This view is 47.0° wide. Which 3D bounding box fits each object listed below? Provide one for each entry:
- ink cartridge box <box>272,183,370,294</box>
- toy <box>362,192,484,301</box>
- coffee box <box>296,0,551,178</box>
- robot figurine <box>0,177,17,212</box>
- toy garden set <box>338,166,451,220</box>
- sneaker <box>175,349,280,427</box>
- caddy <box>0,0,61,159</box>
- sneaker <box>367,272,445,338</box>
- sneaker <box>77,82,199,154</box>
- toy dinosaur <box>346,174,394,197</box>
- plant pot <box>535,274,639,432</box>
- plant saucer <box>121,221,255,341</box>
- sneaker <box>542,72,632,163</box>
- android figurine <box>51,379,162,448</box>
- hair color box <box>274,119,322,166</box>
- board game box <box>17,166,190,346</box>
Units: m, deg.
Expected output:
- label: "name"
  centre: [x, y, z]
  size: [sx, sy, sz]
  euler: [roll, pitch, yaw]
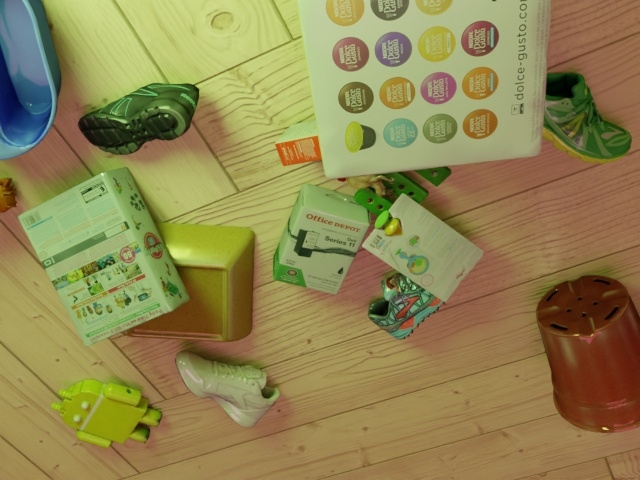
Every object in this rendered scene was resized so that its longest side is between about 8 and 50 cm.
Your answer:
- label: "ink cartridge box"
  centre: [0.000, 0.000, 1.559]
  size: [0.153, 0.087, 0.208]
  euler: [14, 126, -12]
- label: "toy"
  centre: [0.210, 0.011, 1.532]
  size: [0.237, 0.056, 0.137]
  euler: [33, 100, -25]
- label: "coffee box"
  centre: [0.145, -0.336, 1.133]
  size: [0.334, 0.338, 0.338]
  euler: [-6, 128, 5]
- label: "robot figurine"
  centre: [-0.766, -0.078, 1.441]
  size: [0.291, 0.211, 0.085]
  euler: [1, 106, -6]
- label: "toy garden set"
  centre: [0.146, -0.165, 1.454]
  size: [0.204, 0.049, 0.244]
  euler: [33, 126, -18]
- label: "sneaker"
  centre: [-0.229, 0.342, 1.835]
  size: [0.152, 0.114, 0.305]
  euler: [-40, 123, 12]
- label: "caddy"
  centre: [-0.573, -0.304, 1.225]
  size: [0.241, 0.179, 0.341]
  euler: [-9, 119, -5]
- label: "sneaker"
  centre: [0.199, 0.117, 1.643]
  size: [0.125, 0.104, 0.262]
  euler: [27, 122, -16]
- label: "sneaker"
  centre: [-0.335, -0.231, 1.377]
  size: [0.267, 0.106, 0.101]
  euler: [-3, 137, 28]
- label: "toy dinosaur"
  centre: [0.078, -0.139, 1.418]
  size: [0.183, 0.053, 0.092]
  euler: [31, 128, -17]
- label: "plant pot"
  centre: [0.621, 0.240, 1.654]
  size: [0.272, 0.272, 0.265]
  euler: [-21, 118, 16]
- label: "plant saucer"
  centre: [-0.319, 0.115, 1.656]
  size: [0.332, 0.081, 0.333]
  euler: [3, 128, -3]
- label: "sneaker"
  centre: [0.466, -0.236, 1.358]
  size: [0.295, 0.109, 0.123]
  euler: [22, 129, -16]
- label: "android figurine"
  centre: [-0.567, 0.456, 1.942]
  size: [0.273, 0.056, 0.248]
  euler: [25, 124, -21]
- label: "hair color box"
  centre: [0.010, -0.192, 1.375]
  size: [0.167, 0.093, 0.053]
  euler: [-8, 117, 26]
- label: "board game box"
  centre: [-0.439, 0.035, 1.502]
  size: [0.224, 0.097, 0.303]
  euler: [-22, 96, 18]
